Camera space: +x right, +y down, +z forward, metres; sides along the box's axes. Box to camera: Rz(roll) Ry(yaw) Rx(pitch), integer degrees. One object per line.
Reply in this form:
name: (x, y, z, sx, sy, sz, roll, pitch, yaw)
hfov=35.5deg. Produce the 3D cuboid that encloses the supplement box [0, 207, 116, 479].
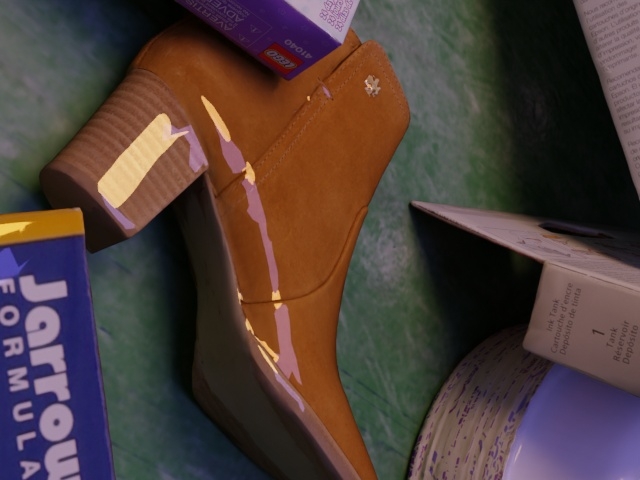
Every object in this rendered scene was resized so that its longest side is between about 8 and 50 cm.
supplement box: (-0.259, 0.106, 0.293, 0.356, 0.195, 0.194, -10, 95, -41)

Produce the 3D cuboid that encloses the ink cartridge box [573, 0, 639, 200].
ink cartridge box: (0.299, -0.145, 0.780, 0.324, 0.071, 0.330, -2, 74, -51)

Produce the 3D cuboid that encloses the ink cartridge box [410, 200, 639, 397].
ink cartridge box: (0.245, 0.045, 0.708, 0.296, 0.261, 0.066, 4, 103, -40)

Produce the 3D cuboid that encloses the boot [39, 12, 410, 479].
boot: (-0.001, -0.001, 0.582, 0.211, 0.104, 0.295, -48, 114, -31)

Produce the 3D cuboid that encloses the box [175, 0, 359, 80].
box: (-0.035, -0.260, 0.545, 0.201, 0.057, 0.293, 34, 60, -22)

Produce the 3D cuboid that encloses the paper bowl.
paper bowl: (0.205, 0.203, 0.728, 0.284, 0.148, 0.284, 2, 88, -40)
